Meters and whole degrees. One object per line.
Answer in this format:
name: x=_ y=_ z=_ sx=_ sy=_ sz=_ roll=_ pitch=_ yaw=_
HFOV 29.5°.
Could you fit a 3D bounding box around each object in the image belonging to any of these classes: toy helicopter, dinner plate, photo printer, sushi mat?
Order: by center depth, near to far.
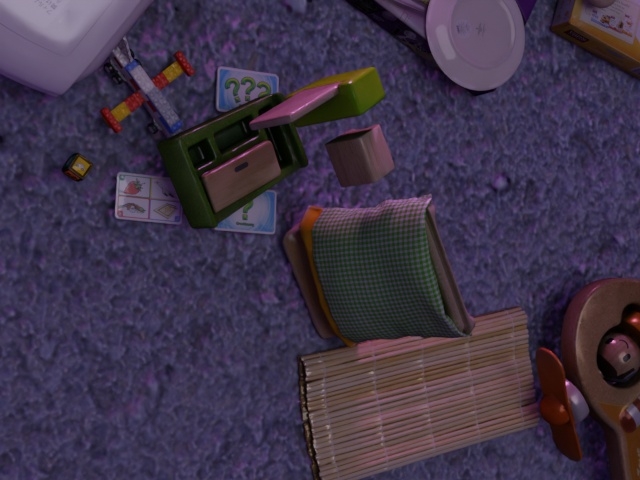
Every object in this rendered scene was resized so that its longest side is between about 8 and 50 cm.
photo printer: x=-0.259 y=-0.311 z=1.158 sx=0.256 sy=0.107 sz=0.307 roll=39 pitch=77 yaw=-19
sushi mat: x=0.120 y=0.178 z=1.414 sx=0.316 sy=0.019 sz=0.151 roll=-11 pitch=93 yaw=-28
dinner plate: x=0.186 y=-0.246 z=1.422 sx=0.141 sy=0.017 sz=0.141 roll=2 pitch=86 yaw=-26
toy helicopter: x=0.363 y=0.223 z=1.478 sx=0.235 sy=0.140 sz=0.355 roll=-8 pitch=94 yaw=-26

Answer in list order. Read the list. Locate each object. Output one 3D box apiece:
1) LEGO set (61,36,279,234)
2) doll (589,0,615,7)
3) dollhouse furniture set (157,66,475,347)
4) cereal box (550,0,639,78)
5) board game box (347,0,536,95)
LEGO set: x=-0.144 y=-0.106 z=1.266 sx=0.244 sy=0.060 sz=0.182 roll=5 pitch=84 yaw=-30
doll: x=0.344 y=-0.380 z=1.497 sx=0.129 sy=0.046 sz=0.189 roll=-1 pitch=82 yaw=-13
dollhouse furniture set: x=0.000 y=0.000 z=1.237 sx=0.151 sy=0.197 sz=0.301 roll=-34 pitch=110 yaw=-40
cereal box: x=0.403 y=-0.348 z=1.573 sx=0.173 sy=0.047 sz=0.240 roll=23 pitch=77 yaw=-24
board game box: x=0.108 y=-0.349 z=1.419 sx=0.347 sy=0.056 sz=0.208 roll=32 pitch=69 yaw=-23
